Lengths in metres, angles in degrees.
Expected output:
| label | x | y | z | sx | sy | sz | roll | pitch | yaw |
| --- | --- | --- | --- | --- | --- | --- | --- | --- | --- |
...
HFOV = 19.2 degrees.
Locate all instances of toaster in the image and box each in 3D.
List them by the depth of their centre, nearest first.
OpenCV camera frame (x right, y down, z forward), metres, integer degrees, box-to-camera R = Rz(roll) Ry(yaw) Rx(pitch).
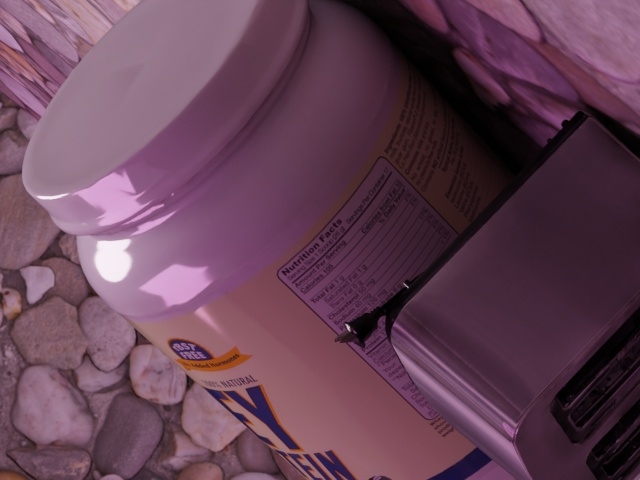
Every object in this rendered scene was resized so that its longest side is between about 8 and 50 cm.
| label | x | y | z | sx | sy | sz | roll | pitch | yaw |
| --- | --- | --- | --- | --- | --- | --- | --- | --- | --- |
| toaster | 0.130 | 0.049 | 1.015 | 0.110 | 0.185 | 0.168 | 41 | 173 | 34 |

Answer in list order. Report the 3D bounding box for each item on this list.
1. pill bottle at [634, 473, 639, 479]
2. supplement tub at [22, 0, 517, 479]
| label | x | y | z | sx | sy | sz | roll | pitch | yaw |
| --- | --- | --- | --- | --- | --- | --- | --- | --- | --- |
| pill bottle | 0.210 | 0.167 | 1.585 | 0.108 | 0.108 | 0.193 | 40 | 173 | 5 |
| supplement tub | 0.000 | 0.000 | 1.174 | 0.325 | 0.235 | 0.235 | 44 | 172 | -26 |
